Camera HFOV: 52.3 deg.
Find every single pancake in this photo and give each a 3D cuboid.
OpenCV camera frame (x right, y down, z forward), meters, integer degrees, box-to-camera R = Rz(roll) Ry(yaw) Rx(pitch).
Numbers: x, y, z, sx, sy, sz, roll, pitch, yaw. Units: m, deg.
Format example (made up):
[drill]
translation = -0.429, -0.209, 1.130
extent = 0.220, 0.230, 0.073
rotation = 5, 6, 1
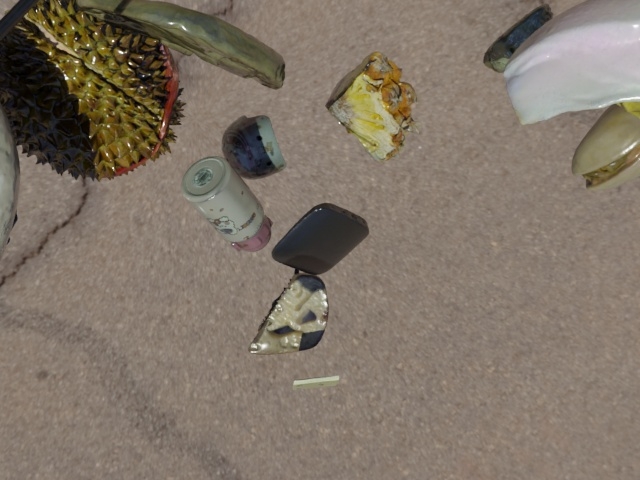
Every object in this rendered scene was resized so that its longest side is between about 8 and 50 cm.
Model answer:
[pancake]
translation = -0.178, -0.279, 0.891
extent = 0.294, 0.294, 0.050
rotation = 19, 97, -14

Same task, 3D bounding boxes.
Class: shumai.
[shumai]
translation = 0.292, -0.259, 0.902
extent = 0.099, 0.124, 0.087
rotation = -38, 89, -8

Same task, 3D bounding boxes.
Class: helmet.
[helmet]
translation = -0.176, -0.209, 1.546
extent = 0.107, 0.176, 0.153
rotation = -40, 118, -37

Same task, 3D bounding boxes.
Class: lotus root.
[lotus root]
translation = -0.065, 0.210, 1.744
extent = 0.170, 0.074, 0.261
rotation = 27, 83, -13

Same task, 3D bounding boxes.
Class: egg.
[egg]
translation = 0.345, -0.172, 0.640
extent = 0.270, 0.162, 0.206
rotation = 31, 54, -5

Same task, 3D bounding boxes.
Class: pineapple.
[pineapple]
translation = 0.102, -0.268, 1.278
extent = 0.115, 0.186, 0.237
rotation = -59, 144, -31

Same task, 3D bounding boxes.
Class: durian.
[durian]
translation = -0.426, -0.280, 1.211
extent = 0.347, 0.347, 0.384
rotation = -44, 134, 0

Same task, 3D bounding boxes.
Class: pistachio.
[pistachio]
translation = 0.502, -0.164, 1.084
extent = 0.185, 0.124, 0.124
rotation = -42, 106, 16

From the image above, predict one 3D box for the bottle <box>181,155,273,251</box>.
[bottle]
translation = -0.175, -0.060, 1.304
extent = 0.110, 0.110, 0.233
rotation = -38, 142, -2

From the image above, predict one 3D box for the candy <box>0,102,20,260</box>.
[candy]
translation = -0.600, -0.073, 0.903
extent = 0.386, 0.186, 0.427
rotation = 37, 102, 10

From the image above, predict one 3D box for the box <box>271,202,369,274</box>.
[box]
translation = 0.000, 0.000, 1.488
extent = 0.201, 0.042, 0.212
rotation = -41, 144, 24

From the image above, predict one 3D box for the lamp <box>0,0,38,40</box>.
[lamp]
translation = -0.229, -0.233, 0.546
extent = 0.130, 0.108, 0.372
rotation = 29, 84, -40

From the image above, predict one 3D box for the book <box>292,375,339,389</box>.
[book]
translation = -0.012, 0.343, 1.576
extent = 0.110, 0.077, 0.014
rotation = -5, 68, -6
